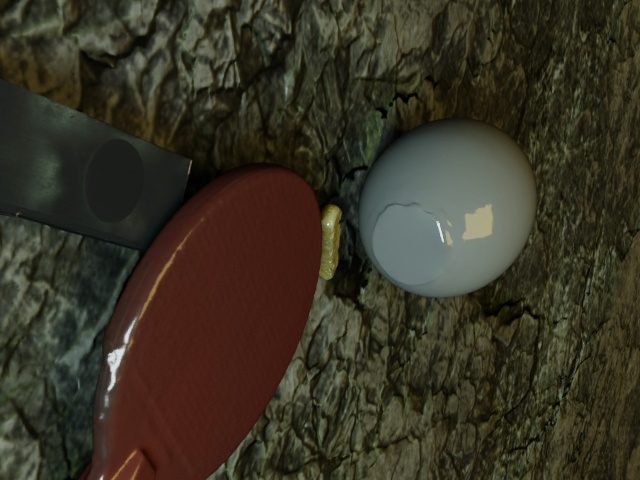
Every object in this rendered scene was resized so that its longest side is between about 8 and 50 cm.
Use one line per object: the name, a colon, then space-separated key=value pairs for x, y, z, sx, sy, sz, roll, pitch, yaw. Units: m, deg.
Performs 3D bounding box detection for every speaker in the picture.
speaker: x=-0.177 y=-0.046 z=0.704 sx=0.218 sy=0.044 sz=0.082 roll=22 pitch=80 yaw=-57

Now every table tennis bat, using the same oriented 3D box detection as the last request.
table tennis bat: x=-0.109 y=0.115 z=0.822 sx=0.415 sy=0.051 sz=0.268 roll=-56 pitch=152 yaw=-28

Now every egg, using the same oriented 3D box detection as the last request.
egg: x=0.136 y=-0.040 z=1.074 sx=0.232 sy=0.176 sz=0.176 roll=-43 pitch=132 yaw=-46

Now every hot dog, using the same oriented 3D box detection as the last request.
hot dog: x=0.000 y=0.000 z=1.006 sx=0.090 sy=0.034 sz=0.030 roll=93 pitch=17 yaw=-47
